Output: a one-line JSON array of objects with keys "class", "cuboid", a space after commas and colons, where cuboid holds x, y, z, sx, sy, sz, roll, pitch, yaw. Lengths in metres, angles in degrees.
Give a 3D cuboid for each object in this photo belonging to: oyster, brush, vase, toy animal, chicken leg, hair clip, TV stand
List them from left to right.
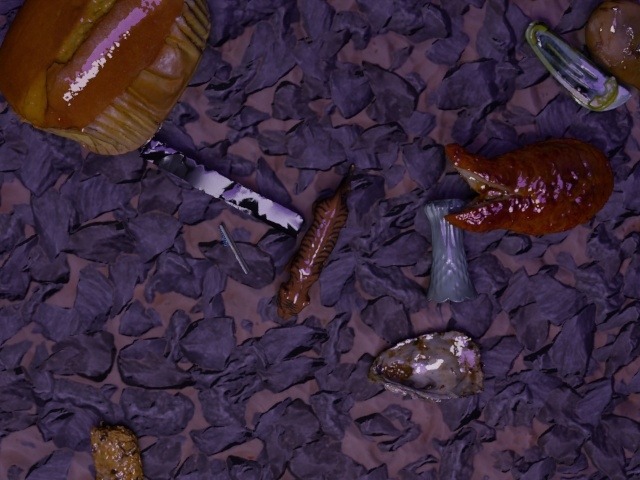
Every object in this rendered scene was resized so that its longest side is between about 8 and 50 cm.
[{"class": "TV stand", "cuboid": [-0.138, -0.075, 1.028, 0.249, 0.042, 0.036, 28, 91, -7]}, {"class": "brush", "cuboid": [-0.129, 0.013, 1.050, 0.013, 0.016, 0.083, -28, 97, 11]}, {"class": "toy animal", "cuboid": [0.000, 0.000, 1.018, 0.057, 0.099, 0.241, 25, 94, -7]}, {"class": "oyster", "cuboid": [0.159, 0.195, 1.075, 0.177, 0.056, 0.105, -15, 85, -4]}, {"class": "vase", "cuboid": [0.187, 0.013, 1.049, 0.081, 0.081, 0.148, -5, 92, -4]}, {"class": "hair clip", "cuboid": [0.372, -0.253, 1.056, 0.188, 0.033, 0.060, 39, 94, -10]}, {"class": "chicken leg", "cuboid": [0.470, -0.271, 1.044, 0.207, 0.085, 0.101, 44, 77, -16]}]

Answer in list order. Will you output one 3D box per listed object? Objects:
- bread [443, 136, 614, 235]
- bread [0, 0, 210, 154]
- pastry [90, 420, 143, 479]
[{"class": "bread", "cuboid": [0.303, -0.077, 1.019, 0.269, 0.095, 0.139, -4, 86, -21]}, {"class": "bread", "cuboid": [-0.280, -0.256, 0.926, 0.204, 0.156, 0.288, 41, 95, 10]}, {"class": "pastry", "cuboid": [-0.299, 0.338, 1.052, 0.080, 0.056, 0.140, 3, 102, 2]}]
